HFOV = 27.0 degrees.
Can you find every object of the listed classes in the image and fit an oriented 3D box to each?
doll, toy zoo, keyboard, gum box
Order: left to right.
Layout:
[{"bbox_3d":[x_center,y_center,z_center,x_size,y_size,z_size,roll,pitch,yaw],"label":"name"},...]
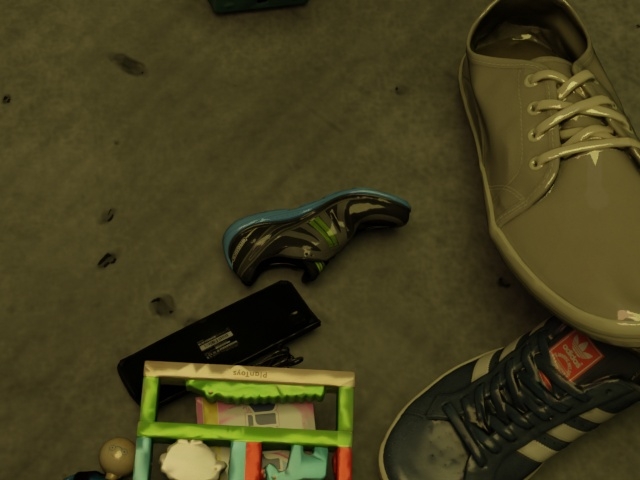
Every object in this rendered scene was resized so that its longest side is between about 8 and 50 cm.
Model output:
[{"bbox_3d":[-0.204,0.265,1.194,0.129,0.046,0.189,11,60,12],"label":"doll"},{"bbox_3d":[-0.091,0.115,1.280,0.192,0.038,0.100,-26,47,-12],"label":"keyboard"},{"bbox_3d":[-0.069,0.252,1.147,0.192,0.030,0.293,3,68,-2],"label":"toy zoo"},{"bbox_3d":[-0.053,0.235,1.206,0.107,0.062,0.188,-4,68,-5],"label":"gum box"}]

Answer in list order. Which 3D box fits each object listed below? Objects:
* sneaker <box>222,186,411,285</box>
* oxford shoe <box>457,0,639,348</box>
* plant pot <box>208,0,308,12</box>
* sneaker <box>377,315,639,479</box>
[{"bbox_3d":[0.000,0.000,1.312,0.188,0.067,0.078,-16,71,-3],"label":"sneaker"},{"bbox_3d":[0.229,-0.084,1.241,0.169,0.130,0.449,-6,45,-9],"label":"oxford shoe"},{"bbox_3d":[-0.078,-0.373,1.419,0.165,0.166,0.234,-7,75,-6],"label":"plant pot"},{"bbox_3d":[0.208,0.127,1.220,0.350,0.148,0.131,-30,72,-14],"label":"sneaker"}]
